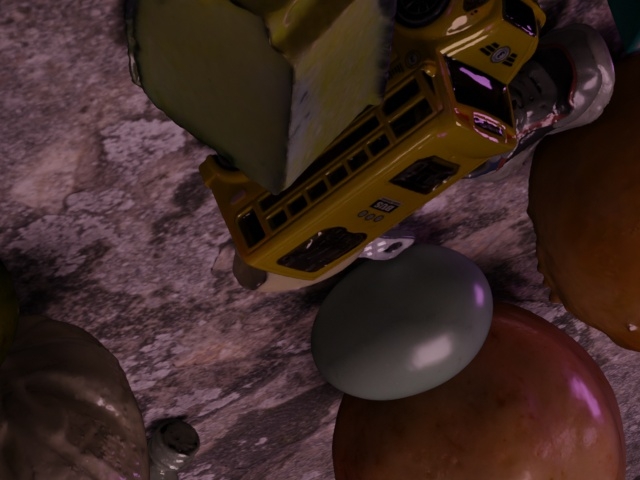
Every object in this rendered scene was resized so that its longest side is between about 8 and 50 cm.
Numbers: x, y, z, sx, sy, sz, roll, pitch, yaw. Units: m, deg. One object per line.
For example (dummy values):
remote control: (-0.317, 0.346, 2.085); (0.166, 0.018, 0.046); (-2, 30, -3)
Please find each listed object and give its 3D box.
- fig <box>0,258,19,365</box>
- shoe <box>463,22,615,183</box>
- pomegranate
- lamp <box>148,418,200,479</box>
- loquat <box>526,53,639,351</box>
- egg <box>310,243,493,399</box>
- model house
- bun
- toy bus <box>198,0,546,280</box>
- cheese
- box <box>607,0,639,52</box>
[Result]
fig: (-0.390, 0.062, 1.309); (0.245, 0.195, 0.195); (6, 166, 24)
shoe: (0.174, -0.130, 1.457); (0.125, 0.099, 0.227); (-5, 154, -40)
pomegranate: (0.205, 0.283, 1.966); (0.411, 0.411, 0.411); (-19, 155, -9)
lamp: (-0.224, 0.317, 2.031); (0.106, 0.106, 0.193); (0, 137, -40)
loquat: (0.369, -0.041, 1.555); (0.328, 0.328, 0.328); (-19, 155, -9)
egg: (0.093, 0.097, 1.764); (0.231, 0.168, 0.168); (-29, 155, 22)
model house: (-0.021, -0.189, 1.172); (0.211, 0.170, 0.194); (-44, 157, -26)
bun: (-0.343, 0.204, 1.435); (0.359, 0.360, 0.211); (-22, 127, -2)
toy bus: (0.059, -0.103, 1.352); (0.331, 0.151, 0.145); (-35, 151, 27)
cheese: (0.014, -0.011, 1.594); (0.249, 0.071, 0.163); (-8, 153, -29)
box: (0.342, -0.261, 1.287); (0.153, 0.092, 0.245); (-14, 165, -7)
